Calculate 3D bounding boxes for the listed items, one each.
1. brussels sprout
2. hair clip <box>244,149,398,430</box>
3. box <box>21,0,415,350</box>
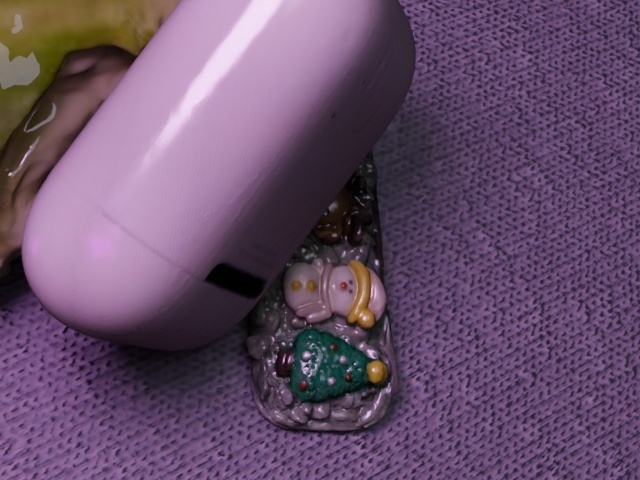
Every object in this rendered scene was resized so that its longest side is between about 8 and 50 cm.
[{"bbox_3d":[-0.274,-0.147,1.100,0.371,0.276,0.315,-36,87,-24],"label":"brussels sprout"},{"bbox_3d":[0.001,0.000,1.244,0.138,0.091,0.321,3,64,-17],"label":"hair clip"},{"bbox_3d":[-0.067,-0.071,1.088,0.141,0.288,0.349,38,91,13],"label":"box"}]
